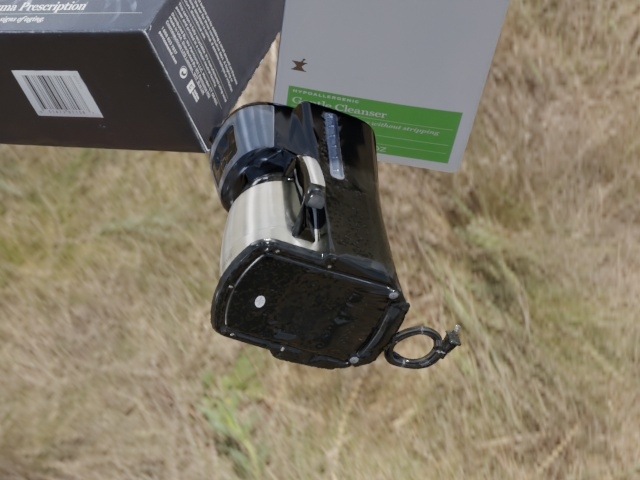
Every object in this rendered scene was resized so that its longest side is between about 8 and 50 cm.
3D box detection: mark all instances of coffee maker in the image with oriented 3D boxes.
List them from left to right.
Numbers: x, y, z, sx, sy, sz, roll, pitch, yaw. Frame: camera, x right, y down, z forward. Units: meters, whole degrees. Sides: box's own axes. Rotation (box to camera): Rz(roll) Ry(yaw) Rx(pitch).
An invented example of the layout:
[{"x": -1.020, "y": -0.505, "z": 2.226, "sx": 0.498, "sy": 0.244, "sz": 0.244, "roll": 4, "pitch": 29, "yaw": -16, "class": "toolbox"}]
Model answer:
[{"x": 0.000, "y": 0.000, "z": 1.138, "sx": 0.120, "sy": 0.171, "sz": 0.178, "roll": -36, "pitch": 34, "yaw": 25, "class": "coffee maker"}]

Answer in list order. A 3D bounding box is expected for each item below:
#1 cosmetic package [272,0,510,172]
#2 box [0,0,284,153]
[{"x": 0.067, "y": -0.233, "z": 1.398, "sx": 0.197, "sy": 0.365, "sz": 0.155, "roll": 8, "pitch": 59, "yaw": 0, "class": "cosmetic package"}, {"x": -0.231, "y": -0.273, "z": 1.794, "sx": 0.343, "sy": 0.179, "sz": 0.312, "roll": 4, "pitch": 48, "yaw": 30, "class": "box"}]
